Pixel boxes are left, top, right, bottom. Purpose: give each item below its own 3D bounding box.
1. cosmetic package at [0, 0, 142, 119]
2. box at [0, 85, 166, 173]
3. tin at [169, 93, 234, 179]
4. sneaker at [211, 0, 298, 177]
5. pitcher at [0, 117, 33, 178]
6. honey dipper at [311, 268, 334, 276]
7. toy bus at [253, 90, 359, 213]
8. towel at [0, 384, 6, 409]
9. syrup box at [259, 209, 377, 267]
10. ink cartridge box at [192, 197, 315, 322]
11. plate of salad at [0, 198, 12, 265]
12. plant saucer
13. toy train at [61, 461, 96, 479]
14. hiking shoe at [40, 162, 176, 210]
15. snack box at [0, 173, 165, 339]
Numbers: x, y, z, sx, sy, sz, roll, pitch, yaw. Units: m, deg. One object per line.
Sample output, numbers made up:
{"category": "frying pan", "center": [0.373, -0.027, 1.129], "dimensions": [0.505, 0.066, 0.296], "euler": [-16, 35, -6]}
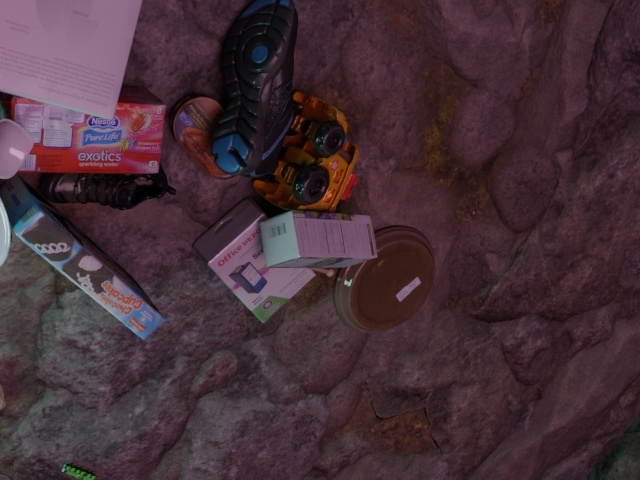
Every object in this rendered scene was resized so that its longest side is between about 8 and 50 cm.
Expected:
{"category": "cosmetic package", "center": [-0.401, -0.317, 1.274], "dimensions": [0.224, 0.138, 0.224], "euler": [13, 94, -30]}
{"category": "box", "center": [-0.405, -0.192, 1.462], "dimensions": [0.257, 0.122, 0.128], "euler": [-2, 116, -30]}
{"category": "tin", "center": [-0.207, -0.196, 1.637], "dimensions": [0.106, 0.040, 0.189], "euler": [-41, 129, -2]}
{"category": "sneaker", "center": [-0.108, -0.284, 1.604], "dimensions": [0.140, 0.125, 0.340], "euler": [6, 101, -61]}
{"category": "pitcher", "center": [-0.555, -0.189, 1.283], "dimensions": [0.125, 0.207, 0.178], "euler": [-58, 167, -13]}
{"category": "honey dipper", "center": [-0.032, 0.049, 1.762], "dimensions": [0.161, 0.030, 0.030], "euler": [16, 105, -41]}
{"category": "toy bus", "center": [0.004, -0.162, 1.726], "dimensions": [0.211, 0.149, 0.220], "euler": [11, 106, -49]}
{"category": "towel", "center": [-0.672, 0.298, 1.619], "dimensions": [0.148, 0.027, 0.110], "euler": [-19, 122, -22]}
{"category": "syrup box", "center": [0.000, 0.000, 1.721], "dimensions": [0.237, 0.093, 0.096], "euler": [0, 76, -48]}
{"category": "ink cartridge box", "center": [-0.134, 0.042, 1.770], "dimensions": [0.154, 0.093, 0.212], "euler": [-42, 127, -6]}
{"category": "plate of salad", "center": [-0.576, -0.042, 1.417], "dimensions": [0.048, 0.200, 0.199], "euler": [-36, 138, -56]}
{"category": "plant saucer", "center": [0.159, 0.098, 2.012], "dimensions": [0.278, 0.041, 0.277], "euler": [-14, 120, -26]}
{"category": "toy train", "center": [-0.510, 0.490, 1.826], "dimensions": [0.024, 0.017, 0.083], "euler": [-45, 130, 10]}
{"category": "hiking shoe", "center": [-0.375, -0.101, 1.534], "dimensions": [0.227, 0.114, 0.086], "euler": [-11, 119, -26]}
{"category": "snack box", "center": [-0.423, 0.031, 1.528], "dimensions": [0.060, 0.187, 0.322], "euler": [-44, 129, -5]}
